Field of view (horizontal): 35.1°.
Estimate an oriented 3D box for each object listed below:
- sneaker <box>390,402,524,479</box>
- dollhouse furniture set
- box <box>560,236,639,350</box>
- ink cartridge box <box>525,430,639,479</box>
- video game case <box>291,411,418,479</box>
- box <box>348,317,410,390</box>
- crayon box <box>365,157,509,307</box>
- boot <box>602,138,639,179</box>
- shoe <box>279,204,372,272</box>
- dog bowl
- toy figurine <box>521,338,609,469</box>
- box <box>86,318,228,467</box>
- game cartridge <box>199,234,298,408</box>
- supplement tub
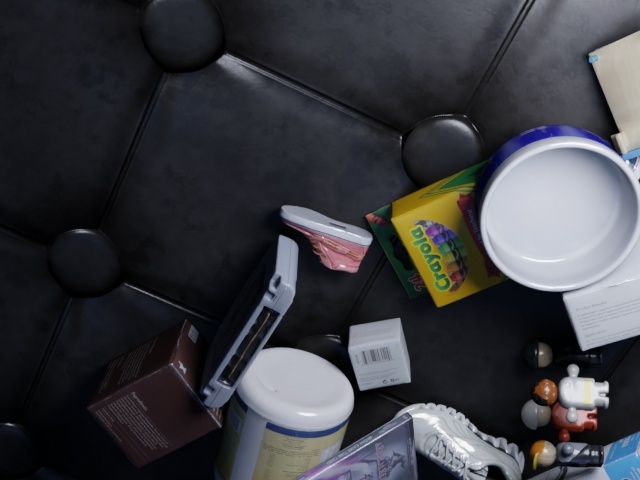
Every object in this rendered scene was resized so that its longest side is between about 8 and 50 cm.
[{"bbox_3d":[0.274,0.416,1.993,0.292,0.118,0.110,25,117,-6],"label":"sneaker"},{"bbox_3d":[0.586,-0.320,1.646,0.303,0.198,0.286,-23,91,47],"label":"dollhouse furniture set"},{"bbox_3d":[0.514,0.078,1.776,0.181,0.182,0.119,-18,115,12],"label":"box"},{"bbox_3d":[0.538,0.536,1.947,0.307,0.129,0.223,-32,89,27],"label":"ink cartridge box"},{"bbox_3d":[0.066,0.458,1.920,0.274,0.026,0.196,-26,133,-20],"label":"video game case"},{"bbox_3d":[0.112,0.216,1.922,0.101,0.087,0.102,-11,115,9],"label":"box"},{"bbox_3d":[0.264,-0.014,1.805,0.318,0.081,0.202,-25,112,15],"label":"crayon box"},{"bbox_3d":[0.480,-0.082,1.772,0.086,0.069,0.190,29,106,-2],"label":"boot"},{"bbox_3d":[0.000,0.000,1.839,0.178,0.063,0.081,19,111,-10],"label":"shoe"},{"bbox_3d":[0.390,-0.054,1.676,0.265,0.104,0.265,0,114,1],"label":"dog bowl"},{"bbox_3d":[0.446,0.304,1.876,0.148,0.209,0.213,2,115,9],"label":"toy figurine"},{"bbox_3d":[-0.304,0.294,1.945,0.203,0.168,0.167,-28,110,17],"label":"box"},{"bbox_3d":[-0.127,0.142,1.842,0.062,0.198,0.297,29,115,-9],"label":"game cartridge"},{"bbox_3d":[-0.078,0.391,1.943,0.228,0.228,0.316,14,116,-3],"label":"supplement tub"}]
